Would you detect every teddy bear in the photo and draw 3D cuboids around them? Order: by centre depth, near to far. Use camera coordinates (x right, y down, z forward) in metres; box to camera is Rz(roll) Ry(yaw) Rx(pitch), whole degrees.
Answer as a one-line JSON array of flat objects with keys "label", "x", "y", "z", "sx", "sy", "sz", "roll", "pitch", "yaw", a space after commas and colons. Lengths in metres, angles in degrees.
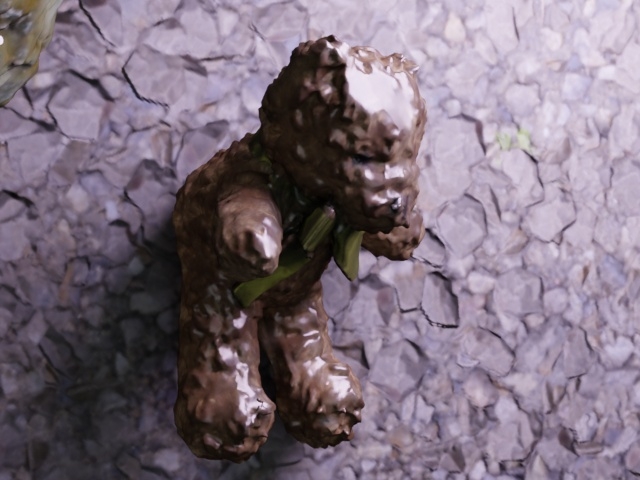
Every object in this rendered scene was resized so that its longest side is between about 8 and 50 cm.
[{"label": "teddy bear", "x": 0.003, "y": 0.009, "z": 1.467, "sx": 0.246, "sy": 0.222, "sz": 0.296, "roll": -4, "pitch": 80, "yaw": -49}]

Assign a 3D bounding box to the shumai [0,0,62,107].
[{"label": "shumai", "x": -0.205, "y": -0.246, "z": 1.321, "sx": 0.288, "sy": 0.330, "sz": 0.292, "roll": -9, "pitch": 71, "yaw": -11}]
